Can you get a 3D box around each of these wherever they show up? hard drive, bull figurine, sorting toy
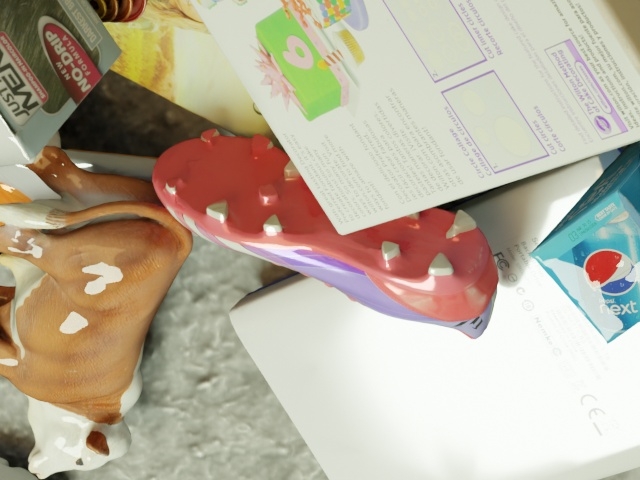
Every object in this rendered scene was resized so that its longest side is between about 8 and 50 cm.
[{"bbox_3d":[0.112,0.080,1.275,0.319,0.040,0.210,-24,104,36],"label":"hard drive"},{"bbox_3d":[-0.195,0.051,1.352,0.188,0.101,0.310,21,135,-8],"label":"bull figurine"},{"bbox_3d":[-0.161,-0.159,1.223,0.102,0.042,0.061,-13,113,40],"label":"sorting toy"}]

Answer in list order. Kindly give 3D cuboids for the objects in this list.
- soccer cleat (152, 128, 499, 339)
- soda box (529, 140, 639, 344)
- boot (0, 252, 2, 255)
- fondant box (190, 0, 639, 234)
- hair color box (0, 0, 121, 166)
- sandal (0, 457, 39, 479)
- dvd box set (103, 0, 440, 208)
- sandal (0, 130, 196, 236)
[{"bbox_3d":[0.000,0.000,1.215,0.248,0.083,0.095,17,147,24],"label":"soccer cleat"},{"bbox_3d":[0.200,-0.026,1.067,0.067,0.210,0.071,49,127,-1],"label":"soda box"},{"bbox_3d":[-0.286,-0.014,1.454,0.099,0.045,0.121,46,127,-3],"label":"boot"},{"bbox_3d":[0.053,-0.146,0.972,0.238,0.096,0.330,57,152,-8],"label":"fondant box"},{"bbox_3d":[-0.331,-0.146,1.252,0.374,0.113,0.185,-1,133,42],"label":"hair color box"},{"bbox_3d":[-0.401,0.232,1.593,0.416,0.102,0.169,-3,101,33],"label":"sandal"},{"bbox_3d":[-0.071,-0.221,1.191,0.420,0.062,0.307,29,133,13],"label":"dvd box set"},{"bbox_3d":[-0.190,-0.057,1.363,0.265,0.076,0.102,7,143,3],"label":"sandal"}]
